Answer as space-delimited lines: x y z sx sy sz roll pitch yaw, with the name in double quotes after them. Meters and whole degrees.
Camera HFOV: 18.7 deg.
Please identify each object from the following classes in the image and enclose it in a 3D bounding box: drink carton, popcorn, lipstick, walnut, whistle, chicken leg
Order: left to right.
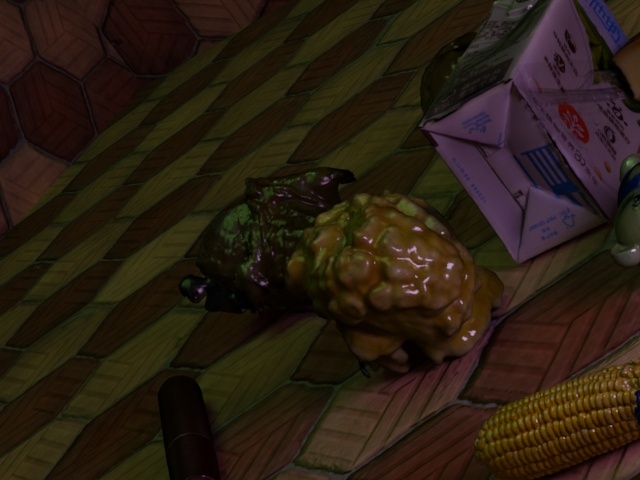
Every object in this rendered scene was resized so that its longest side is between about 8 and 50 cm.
-0.146 0.223 2.148 0.057 0.057 0.356 -37 15 1 "lipstick"
0.003 -0.005 2.362 0.361 0.140 0.211 -10 50 40 "chicken leg"
0.072 0.046 1.963 0.169 0.189 0.218 -47 23 -8 "popcorn"
0.204 -0.182 2.401 0.155 0.155 0.184 -38 10 -4 "walnut"
0.243 -0.143 2.095 0.132 0.194 0.324 -25 19 32 "drink carton"
0.322 -0.038 1.814 0.105 0.085 0.227 -22 19 19 "whistle"

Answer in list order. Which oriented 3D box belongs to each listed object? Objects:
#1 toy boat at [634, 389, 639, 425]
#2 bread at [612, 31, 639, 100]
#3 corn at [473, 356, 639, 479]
0.272 0.151 1.361 0.110 0.091 0.175 -25 12 -33 "toy boat"
0.490 -0.254 2.052 0.361 0.077 0.138 -24 5 40 "bread"
0.211 0.142 1.564 0.206 0.067 0.067 -27 18 32 "corn"
